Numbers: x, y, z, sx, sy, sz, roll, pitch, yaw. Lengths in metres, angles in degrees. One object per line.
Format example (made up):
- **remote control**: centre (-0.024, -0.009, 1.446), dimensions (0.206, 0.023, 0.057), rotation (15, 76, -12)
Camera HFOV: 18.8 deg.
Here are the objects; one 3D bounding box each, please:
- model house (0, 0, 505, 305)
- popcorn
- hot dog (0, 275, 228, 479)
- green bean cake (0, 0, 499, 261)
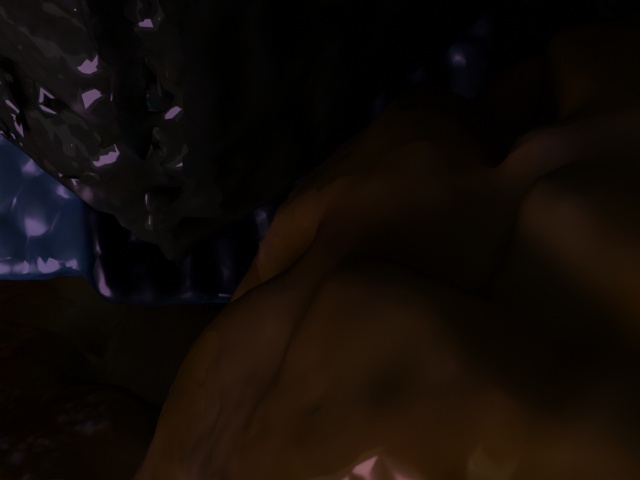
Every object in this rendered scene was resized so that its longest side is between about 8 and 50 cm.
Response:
- **model house**: centre (-0.010, -0.116, 0.732), dimensions (0.241, 0.226, 0.261), rotation (1, 97, 30)
- **popcorn**: centre (0.149, 0.089, 0.517), dimensions (0.390, 0.354, 0.344), rotation (41, -157, -30)
- **hot dog**: centre (-0.058, 0.106, 0.831), dimensions (0.365, 0.367, 0.196), rotation (-140, 32, -75)
- **green bean cake**: centre (-0.004, -0.148, 0.499), dimensions (0.132, 0.255, 0.241), rotation (37, 151, 30)
